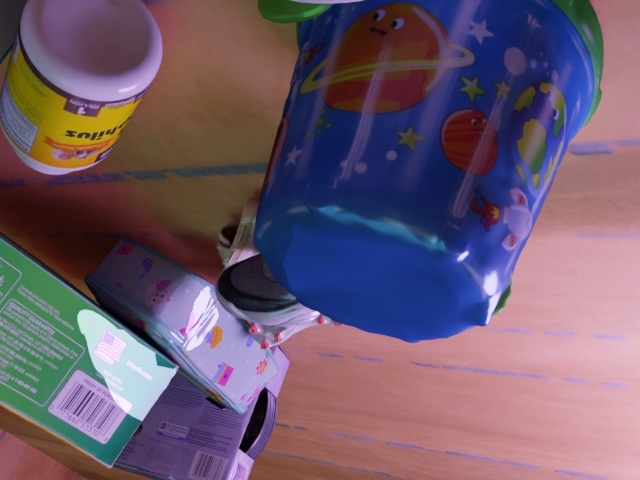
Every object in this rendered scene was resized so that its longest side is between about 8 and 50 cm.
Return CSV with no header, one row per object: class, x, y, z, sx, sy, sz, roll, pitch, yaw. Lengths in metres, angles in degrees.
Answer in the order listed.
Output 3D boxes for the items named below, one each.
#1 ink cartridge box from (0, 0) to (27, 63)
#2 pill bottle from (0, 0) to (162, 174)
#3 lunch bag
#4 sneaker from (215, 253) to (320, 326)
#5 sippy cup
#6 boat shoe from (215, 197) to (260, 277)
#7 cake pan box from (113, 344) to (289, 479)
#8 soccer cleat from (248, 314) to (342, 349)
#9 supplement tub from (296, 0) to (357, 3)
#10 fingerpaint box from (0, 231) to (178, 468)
ink cartridge box,-0.331,-0.195,0.727,0.122,0.089,0.052,-5,142,39
pill bottle,-0.231,-0.140,0.725,0.117,0.117,0.215,31,150,-16
lunch bag,-0.197,0.125,1.112,0.224,0.108,0.279,21,154,39
sneaker,0.000,0.000,0.799,0.268,0.101,0.153,-9,136,15
sippy cup,0.065,-0.060,0.553,0.305,0.224,0.240,29,150,-15
boat shoe,-0.093,0.000,0.929,0.059,0.063,0.170,30,140,-10
cake pan box,-0.202,0.268,1.254,0.266,0.246,0.070,5,151,25
soccer cleat,-0.010,0.084,1.015,0.196,0.076,0.068,-24,101,30
supplement tub,-0.009,-0.256,0.307,0.191,0.191,0.272,6,147,26
fingerpaint box,-0.456,0.066,0.997,0.371,0.163,0.445,13,153,50
